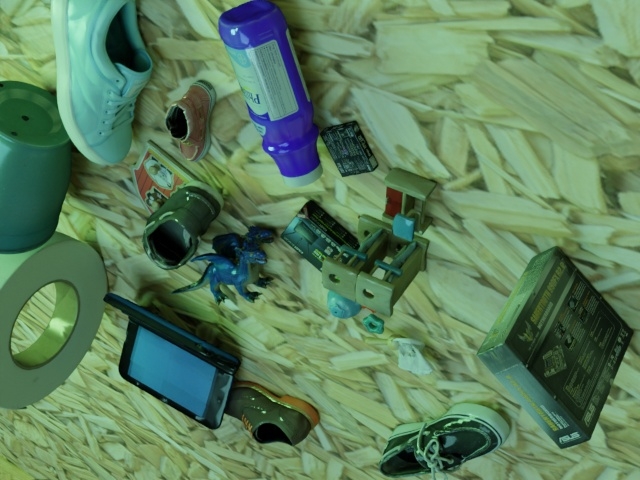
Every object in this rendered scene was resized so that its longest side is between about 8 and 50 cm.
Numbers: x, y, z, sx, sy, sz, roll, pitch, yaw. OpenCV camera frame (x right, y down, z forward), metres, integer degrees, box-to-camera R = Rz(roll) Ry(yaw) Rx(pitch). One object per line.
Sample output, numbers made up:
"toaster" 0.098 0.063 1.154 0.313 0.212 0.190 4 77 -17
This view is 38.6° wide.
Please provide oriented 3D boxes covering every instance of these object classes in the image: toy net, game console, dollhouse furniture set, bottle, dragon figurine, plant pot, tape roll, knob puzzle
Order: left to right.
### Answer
"plant pot" -0.600 -0.158 1.768 0.271 0.271 0.255 39 125 3
"tape roll" -0.610 0.171 1.954 0.072 0.392 0.392 22 137 22
"game console" -0.340 0.265 1.976 0.293 0.173 0.250 24 172 19
"knob puzzle" -0.294 -0.078 1.752 0.213 0.030 0.213 22 137 22
"dragon figurine" -0.184 0.041 1.727 0.289 0.085 0.144 -1 125 39
"bottle" -0.066 -0.215 1.378 0.118 0.092 0.283 46 159 56
"dollhouse furniture set" 0.087 -0.006 1.427 0.128 0.129 0.184 23 138 22
"toy net" 0.114 0.147 1.617 0.232 0.045 0.122 35 138 5

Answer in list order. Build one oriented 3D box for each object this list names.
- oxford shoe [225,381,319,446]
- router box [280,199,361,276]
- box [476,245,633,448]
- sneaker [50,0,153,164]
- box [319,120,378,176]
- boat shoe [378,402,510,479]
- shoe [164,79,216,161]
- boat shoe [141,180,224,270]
"oxford shoe" -0.139 0.380 1.988 0.271 0.098 0.097 5 128 36
"router box" 0.000 0.000 1.576 0.122 0.038 0.092 41 141 1
"box" 0.335 0.145 1.284 0.183 0.231 0.056 47 137 -7
"sneaker" -0.355 -0.266 1.547 0.150 0.135 0.366 24 138 25
"box" 0.044 -0.142 1.426 0.067 0.018 0.083 -8 120 43
"boat shoe" 0.218 0.385 1.697 0.306 0.105 0.113 -22 110 48
"shoe" -0.230 -0.187 1.558 0.063 0.081 0.178 33 140 10
"boat shoe" -0.281 -0.006 1.713 0.112 0.096 0.335 37 148 -7
